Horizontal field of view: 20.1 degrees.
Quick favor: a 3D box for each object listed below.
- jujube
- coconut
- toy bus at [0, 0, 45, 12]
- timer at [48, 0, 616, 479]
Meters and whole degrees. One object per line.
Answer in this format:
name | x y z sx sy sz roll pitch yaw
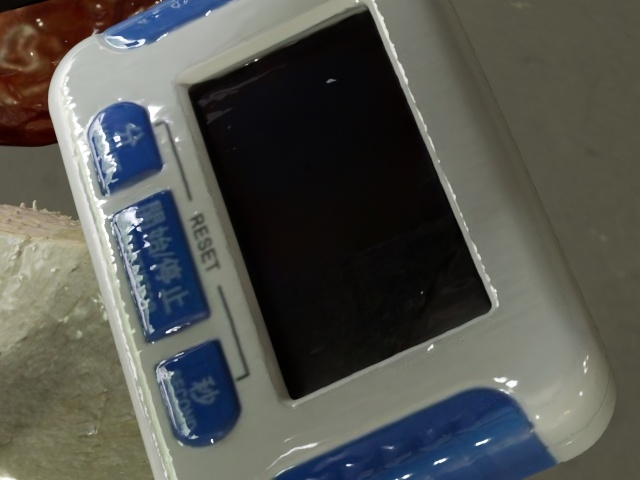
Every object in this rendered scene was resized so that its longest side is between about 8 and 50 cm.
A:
jujube | -0.157 -0.147 1.146 0.236 0.168 0.168 -18 108 -36
coconut | -0.201 0.113 1.320 0.297 0.309 0.297 0 90 14
toy bus | -0.145 -0.160 0.591 0.386 0.162 0.171 -18 118 -22
timer | 0.000 0.000 0.732 0.178 0.078 0.253 -24 59 9
